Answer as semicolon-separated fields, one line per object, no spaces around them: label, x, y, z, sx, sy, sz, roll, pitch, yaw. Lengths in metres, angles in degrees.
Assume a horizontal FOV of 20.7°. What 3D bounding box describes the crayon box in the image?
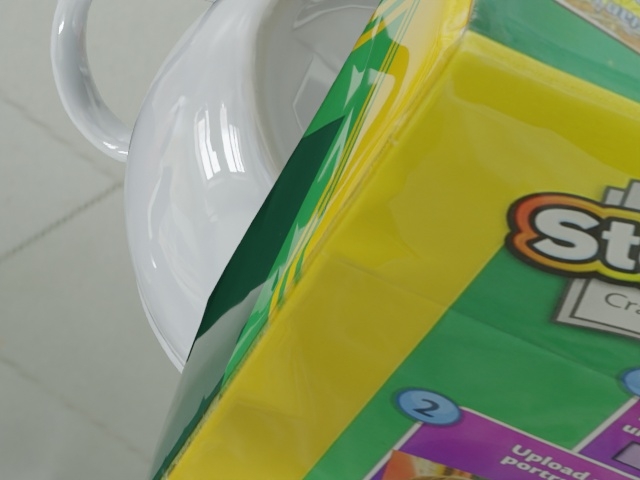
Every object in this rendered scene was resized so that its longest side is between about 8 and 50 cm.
crayon box;0.157;0.054;0.542;0.363;0.106;0.313;22;147;-8

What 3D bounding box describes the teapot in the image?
teapot;0.000;0.000;0.821;0.253;0.256;0.187;18;143;-30
